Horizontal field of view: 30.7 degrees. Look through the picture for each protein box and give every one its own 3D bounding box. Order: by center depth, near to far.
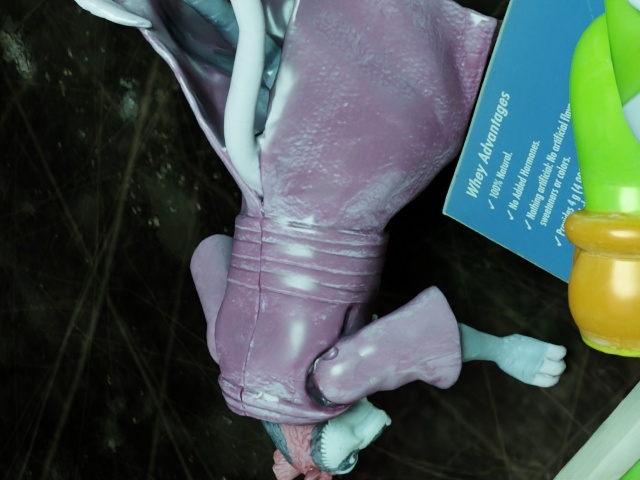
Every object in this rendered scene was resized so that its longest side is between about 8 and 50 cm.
[{"bbox_3d":[0.204,-0.068,0.606,0.201,0.136,0.199,32,123,29],"label":"protein box"}]

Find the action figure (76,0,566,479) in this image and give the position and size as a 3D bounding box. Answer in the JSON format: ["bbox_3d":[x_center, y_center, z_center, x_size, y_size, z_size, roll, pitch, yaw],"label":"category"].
[{"bbox_3d":[0.000,0.000,0.729,0.248,0.276,0.370,7,95,33],"label":"action figure"}]

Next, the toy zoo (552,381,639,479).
[{"bbox_3d":[0.281,0.148,0.586,0.293,0.030,0.192,21,140,-2],"label":"toy zoo"}]

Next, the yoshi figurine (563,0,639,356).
[{"bbox_3d":[0.169,-0.146,0.451,0.203,0.204,0.362,-142,42,-70],"label":"yoshi figurine"}]
